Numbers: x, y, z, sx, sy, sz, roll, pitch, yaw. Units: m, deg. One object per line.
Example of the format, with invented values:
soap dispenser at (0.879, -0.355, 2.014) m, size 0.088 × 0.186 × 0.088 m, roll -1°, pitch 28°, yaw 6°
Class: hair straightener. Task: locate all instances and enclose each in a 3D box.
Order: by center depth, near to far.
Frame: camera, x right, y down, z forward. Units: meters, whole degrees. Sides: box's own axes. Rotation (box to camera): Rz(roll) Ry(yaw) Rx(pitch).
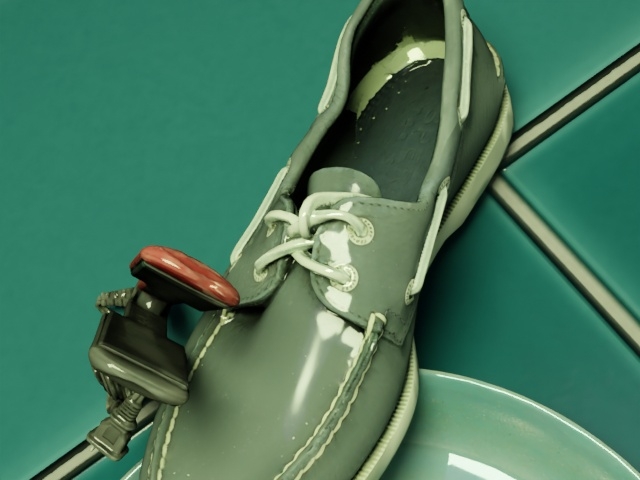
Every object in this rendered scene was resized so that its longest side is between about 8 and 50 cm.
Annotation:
hair straightener at (-0.089, 0.048, 0.487) m, size 0.047 × 0.230 × 0.089 m, roll 29°, pitch 82°, yaw -15°

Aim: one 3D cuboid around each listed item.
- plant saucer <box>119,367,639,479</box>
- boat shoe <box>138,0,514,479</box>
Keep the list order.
plant saucer at (0.019, 0.209, 0.457) m, size 0.318 × 0.043 × 0.317 m, roll -6°, pitch 62°, yaw 12°
boat shoe at (0.000, 0.000, 0.499) m, size 0.116 × 0.099 × 0.319 m, roll 10°, pitch 53°, yaw 28°
